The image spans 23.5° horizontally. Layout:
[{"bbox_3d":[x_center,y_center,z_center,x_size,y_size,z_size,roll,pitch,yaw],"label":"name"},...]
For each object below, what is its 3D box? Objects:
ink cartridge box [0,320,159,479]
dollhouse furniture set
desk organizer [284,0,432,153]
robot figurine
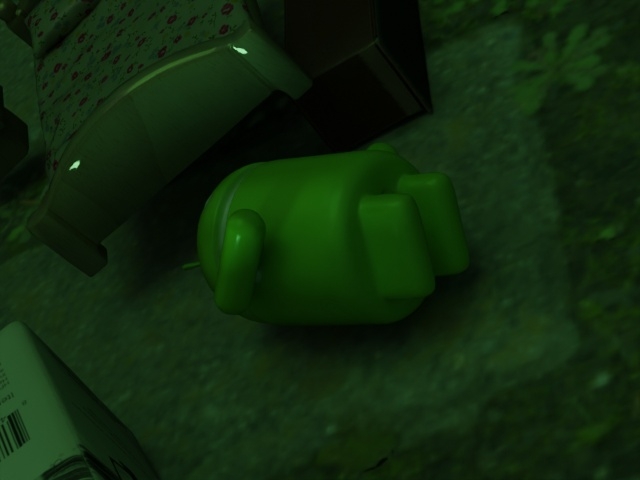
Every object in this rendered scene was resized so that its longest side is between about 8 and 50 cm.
[{"bbox_3d":[-0.113,0.142,0.525,0.148,0.086,0.203,-39,35,-2],"label":"ink cartridge box"},{"bbox_3d":[-0.138,-0.076,0.674,0.355,0.174,0.303,-40,33,15],"label":"dollhouse furniture set"},{"bbox_3d":[0.015,-0.102,0.727,0.050,0.047,0.130,-27,35,20],"label":"desk organizer"},{"bbox_3d":[0.000,0.000,0.603,0.115,0.067,0.101,-3,20,41],"label":"robot figurine"}]
